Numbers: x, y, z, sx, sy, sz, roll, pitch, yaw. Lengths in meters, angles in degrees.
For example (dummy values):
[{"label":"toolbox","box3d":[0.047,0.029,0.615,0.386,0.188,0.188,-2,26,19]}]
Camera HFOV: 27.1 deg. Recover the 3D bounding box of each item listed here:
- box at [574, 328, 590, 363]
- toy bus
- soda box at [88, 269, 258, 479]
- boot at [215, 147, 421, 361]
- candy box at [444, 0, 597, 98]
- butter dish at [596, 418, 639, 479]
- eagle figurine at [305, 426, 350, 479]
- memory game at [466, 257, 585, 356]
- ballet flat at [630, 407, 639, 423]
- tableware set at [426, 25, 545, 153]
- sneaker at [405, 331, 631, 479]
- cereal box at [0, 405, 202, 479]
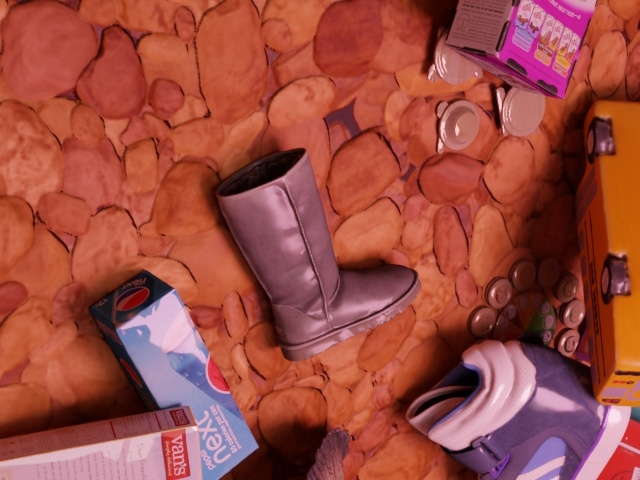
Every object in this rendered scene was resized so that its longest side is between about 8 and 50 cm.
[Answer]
[{"label":"box","box3d":[0.452,0.046,1.669,0.201,0.057,0.293,22,90,-37]},{"label":"toy bus","box3d":[0.354,0.008,1.487,0.108,0.333,0.130,2,151,-3]},{"label":"soda box","box3d":[-0.141,0.136,1.300,0.071,0.067,0.210,-36,122,-19]},{"label":"boot","box3d":[0.002,0.000,1.358,0.189,0.076,0.209,-29,112,-26]},{"label":"candy box","box3d":[0.227,-0.281,1.366,0.159,0.071,0.233,18,92,-54]},{"label":"butter dish","box3d":[0.380,0.306,1.681,0.159,0.118,0.160,24,90,7]},{"label":"eagle figurine","box3d":[-0.015,0.356,1.363,0.298,0.225,0.226,-29,137,-22]},{"label":"memory game","box3d":[0.246,0.109,1.584,0.186,0.012,0.186,-11,111,-31]},{"label":"ballet flat","box3d":[0.436,0.240,1.731,0.213,0.072,0.068,51,48,-35]},{"label":"tableware set","box3d":[0.183,-0.172,1.447,0.168,0.020,0.141,-15,112,-30]},{"label":"sneaker","box3d":[0.191,0.253,1.544,0.236,0.130,0.323,17,118,-13]},{"label":"cereal box","box3d":[-0.228,0.257,1.250,0.240,0.047,0.173,-8,114,-16]}]
